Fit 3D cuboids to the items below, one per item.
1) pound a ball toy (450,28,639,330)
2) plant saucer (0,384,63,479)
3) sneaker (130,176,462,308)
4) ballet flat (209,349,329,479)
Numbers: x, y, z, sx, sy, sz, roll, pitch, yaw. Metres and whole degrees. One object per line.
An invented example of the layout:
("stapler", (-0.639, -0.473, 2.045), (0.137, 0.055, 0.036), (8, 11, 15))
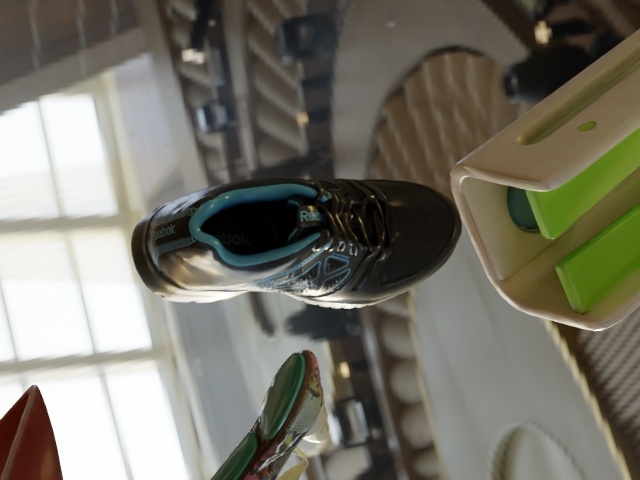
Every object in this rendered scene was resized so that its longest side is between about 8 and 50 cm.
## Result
("pound a ball toy", (0.230, -0.116, 1.009), (0.136, 0.319, 0.208), (16, -42, 56))
("plant saucer", (-0.205, 0.223, 0.633), (0.258, 0.048, 0.259), (-46, -161, 20))
("sneaker", (0.000, 0.000, 1.361), (0.139, 0.341, 0.125), (-28, -109, 62))
("ballet flat", (-0.040, 0.207, 1.477), (0.221, 0.079, 0.077), (-58, -156, 21))
